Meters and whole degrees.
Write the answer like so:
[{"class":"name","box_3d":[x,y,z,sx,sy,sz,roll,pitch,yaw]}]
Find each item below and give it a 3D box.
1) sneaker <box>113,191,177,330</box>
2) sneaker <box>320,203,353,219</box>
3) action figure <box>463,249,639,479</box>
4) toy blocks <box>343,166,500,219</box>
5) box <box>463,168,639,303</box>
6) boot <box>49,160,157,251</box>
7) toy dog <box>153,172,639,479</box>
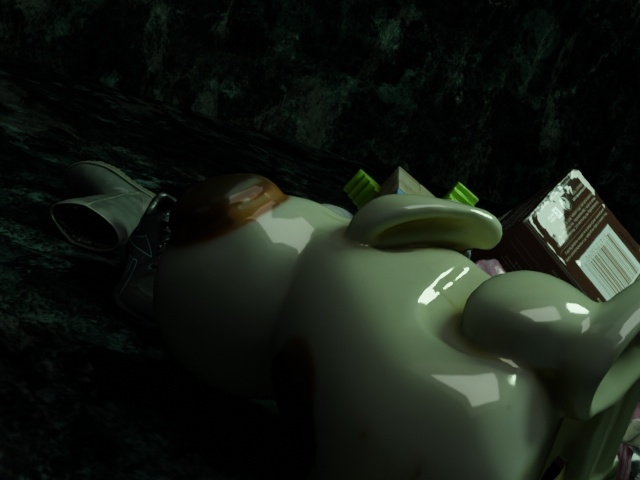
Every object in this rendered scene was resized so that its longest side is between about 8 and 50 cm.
[{"class":"sneaker","box_3d":[-0.189,0.023,0.933,0.101,0.106,0.267,15,15,-25]},{"class":"sneaker","box_3d":[0.000,0.000,1.312,0.123,0.106,0.290,17,15,-27]},{"class":"action figure","box_3d":[0.250,0.188,0.872,0.248,0.276,0.370,-11,52,-49]},{"class":"toy blocks","box_3d":[0.201,0.036,1.281,0.381,0.191,0.261,40,18,-8]},{"class":"box","box_3d":[0.295,0.044,1.074,0.167,0.203,0.168,51,48,1]},{"class":"boot","box_3d":[-0.326,-0.050,1.122,0.189,0.076,0.208,21,19,8]},{"class":"toy dog","box_3d":[0.026,0.107,0.676,0.395,0.285,0.408,-30,45,-34]}]
